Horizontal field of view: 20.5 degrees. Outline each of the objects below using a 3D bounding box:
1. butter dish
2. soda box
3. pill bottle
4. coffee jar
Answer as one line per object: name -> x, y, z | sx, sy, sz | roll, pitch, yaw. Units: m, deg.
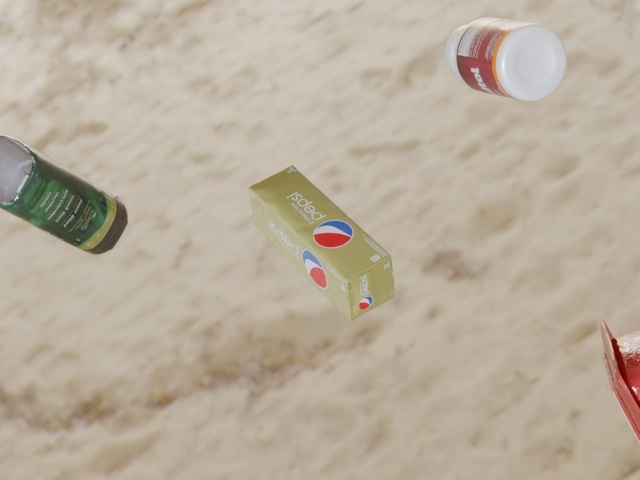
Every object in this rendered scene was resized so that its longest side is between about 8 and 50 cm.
butter dish -> 0.360, 0.148, 1.767 | 0.118, 0.160, 0.160 | -26, 15, 11
soda box -> 0.000, 0.000, 1.810 | 0.058, 0.061, 0.181 | -29, 48, -21
pill bottle -> 0.201, -0.203, 1.967 | 0.086, 0.086, 0.152 | -40, 22, -11
coffee jar -> -0.307, -0.049, 2.038 | 0.096, 0.184, 0.079 | 31, 90, 39
